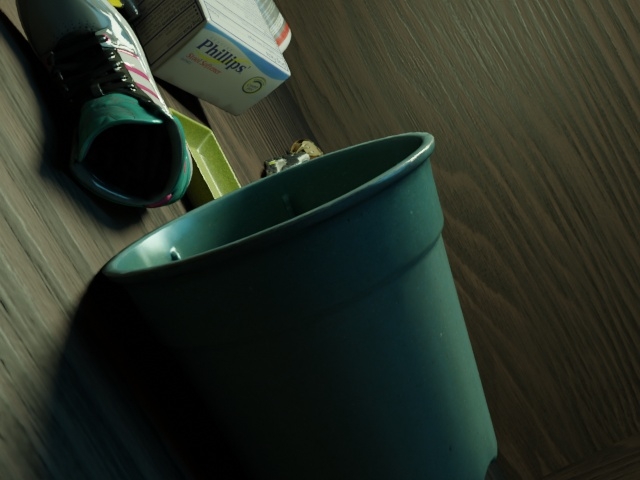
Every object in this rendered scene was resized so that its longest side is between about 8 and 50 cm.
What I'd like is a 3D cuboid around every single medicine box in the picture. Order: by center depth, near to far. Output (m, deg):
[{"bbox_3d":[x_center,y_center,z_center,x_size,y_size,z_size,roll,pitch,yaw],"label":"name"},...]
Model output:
[{"bbox_3d":[-0.226,-0.414,1.363,0.263,0.149,0.289,17,45,-60],"label":"medicine box"}]

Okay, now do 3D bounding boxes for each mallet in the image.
[{"bbox_3d":[-0.332,-0.368,1.161,0.062,0.039,0.189,55,14,-15],"label":"mallet"}]

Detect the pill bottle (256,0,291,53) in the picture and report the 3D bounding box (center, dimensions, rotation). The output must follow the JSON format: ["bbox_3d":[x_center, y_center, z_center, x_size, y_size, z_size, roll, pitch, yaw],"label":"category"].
[{"bbox_3d":[-0.242,-0.588,1.764,0.363,0.210,0.210,55,11,-34],"label":"pill bottle"}]

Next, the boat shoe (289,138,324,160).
[{"bbox_3d":[-0.041,-0.219,2.114,0.120,0.122,0.324,53,3,-17],"label":"boat shoe"}]

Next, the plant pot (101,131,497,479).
[{"bbox_3d":[0.010,0.106,0.756,0.341,0.341,0.334,-81,149,-76],"label":"plant pot"}]

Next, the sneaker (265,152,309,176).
[{"bbox_3d":[-0.080,-0.147,1.777,0.275,0.107,0.110,-71,152,-72],"label":"sneaker"}]

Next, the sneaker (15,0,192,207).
[{"bbox_3d":[-0.233,-0.152,0.786,0.295,0.124,0.178,59,0,-21],"label":"sneaker"}]

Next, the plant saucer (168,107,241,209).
[{"bbox_3d":[-0.178,-0.098,1.146,0.188,0.045,0.188,62,9,7],"label":"plant saucer"}]
